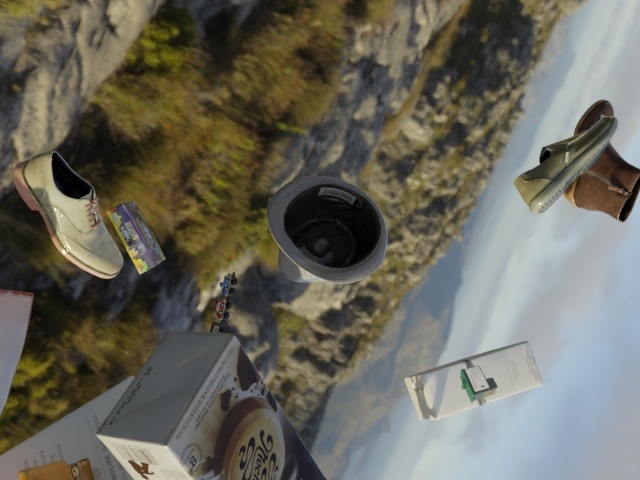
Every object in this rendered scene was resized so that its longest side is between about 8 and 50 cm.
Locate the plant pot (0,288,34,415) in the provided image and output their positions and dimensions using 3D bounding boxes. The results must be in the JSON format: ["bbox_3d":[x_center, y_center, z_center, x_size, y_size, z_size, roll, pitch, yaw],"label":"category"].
[{"bbox_3d":[-0.652,0.201,1.426,0.267,0.267,0.236,131,-41,-84],"label":"plant pot"}]

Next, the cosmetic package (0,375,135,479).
[{"bbox_3d":[-0.397,0.536,1.578,0.393,0.327,0.329,-32,141,-3],"label":"cosmetic package"}]

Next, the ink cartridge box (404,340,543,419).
[{"bbox_3d":[0.290,0.272,1.637,0.160,0.219,0.093,114,-41,-77],"label":"ink cartridge box"}]

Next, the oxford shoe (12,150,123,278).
[{"bbox_3d":[-0.647,-0.063,2.274,0.146,0.397,0.140,-21,-151,30],"label":"oxford shoe"}]

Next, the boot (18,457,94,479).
[{"bbox_3d":[-0.412,0.440,1.237,0.211,0.104,0.295,70,18,6],"label":"boot"}]

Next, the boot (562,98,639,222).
[{"bbox_3d":[0.645,-0.178,1.881,0.207,0.090,0.249,34,-73,56],"label":"boot"}]

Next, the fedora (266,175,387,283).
[{"bbox_3d":[0.000,0.000,1.670,0.275,0.243,0.124,-45,173,-42],"label":"fedora"}]

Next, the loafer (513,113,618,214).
[{"bbox_3d":[0.453,-0.158,1.571,0.251,0.087,0.094,-42,162,-18],"label":"loafer"}]

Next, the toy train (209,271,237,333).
[{"bbox_3d":[-0.207,0.141,1.792,0.027,0.036,0.158,-126,-130,-77],"label":"toy train"}]

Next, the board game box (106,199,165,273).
[{"bbox_3d":[-0.447,-0.011,2.072,0.048,0.170,0.141,-27,-174,1],"label":"board game box"}]

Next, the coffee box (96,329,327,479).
[{"bbox_3d":[-0.124,0.276,1.073,0.168,0.118,0.297,-60,136,-38],"label":"coffee box"}]
